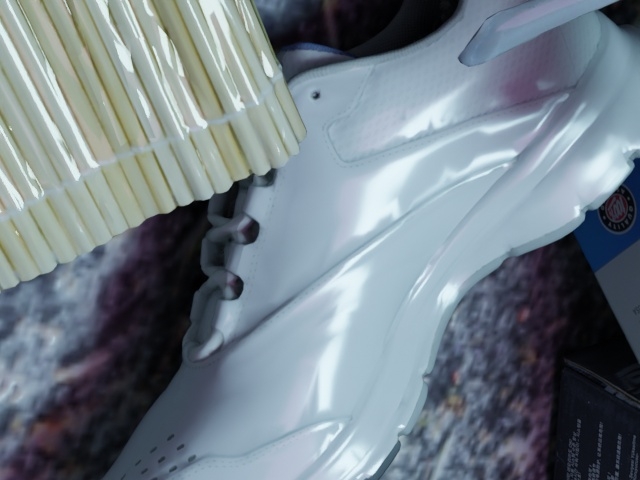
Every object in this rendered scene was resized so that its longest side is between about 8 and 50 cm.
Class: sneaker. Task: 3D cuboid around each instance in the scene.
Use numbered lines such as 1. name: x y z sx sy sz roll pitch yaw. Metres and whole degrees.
1. sneaker: 0.000 0.000 0.667 0.129 0.111 0.297 43 79 -24

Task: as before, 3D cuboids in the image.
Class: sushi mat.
1. sushi mat: -0.119 -0.121 0.424 0.151 0.019 0.316 -27 122 -8

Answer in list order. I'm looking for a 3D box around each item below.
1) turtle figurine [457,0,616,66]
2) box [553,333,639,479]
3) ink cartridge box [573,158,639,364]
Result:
1. turtle figurine: 0.135 -0.145 0.522 0.275 0.198 0.266 22 95 -2
2. box: 0.266 0.211 0.937 0.318 0.097 0.395 -16 119 -31
3. ink cartridge box: 0.244 0.019 0.715 0.168 0.171 0.232 -17 76 -29
